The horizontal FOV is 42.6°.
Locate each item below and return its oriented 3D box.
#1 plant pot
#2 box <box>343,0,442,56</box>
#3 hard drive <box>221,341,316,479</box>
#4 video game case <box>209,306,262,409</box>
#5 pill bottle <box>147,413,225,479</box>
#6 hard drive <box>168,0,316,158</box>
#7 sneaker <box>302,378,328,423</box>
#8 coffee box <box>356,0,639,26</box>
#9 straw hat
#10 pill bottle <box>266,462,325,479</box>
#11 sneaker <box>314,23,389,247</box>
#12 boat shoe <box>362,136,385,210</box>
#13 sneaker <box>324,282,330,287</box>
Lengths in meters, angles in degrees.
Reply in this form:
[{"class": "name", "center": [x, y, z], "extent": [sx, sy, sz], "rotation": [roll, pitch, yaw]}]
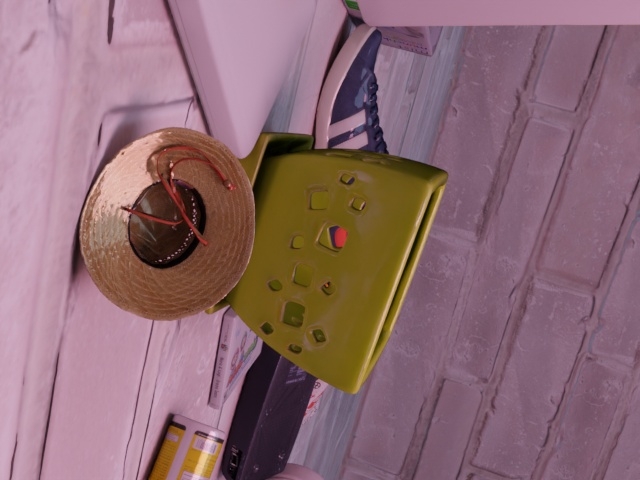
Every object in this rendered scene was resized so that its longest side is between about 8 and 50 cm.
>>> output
[{"class": "plant pot", "center": [0.000, 0.000, 0.885], "extent": [0.227, 0.207, 0.228], "rotation": [-27, 138, -75]}, {"class": "box", "center": [0.140, -0.424, 1.171], "extent": [0.231, 0.127, 0.262], "rotation": [-2, 109, -80]}, {"class": "hard drive", "center": [-0.071, 0.254, 1.288], "extent": [0.172, 0.054, 0.254], "rotation": [4, 105, -65]}, {"class": "video game case", "center": [-0.103, 0.128, 1.103], "extent": [0.157, 0.019, 0.143], "rotation": [-52, 157, -62]}, {"class": "pill bottle", "center": [-0.155, 0.259, 0.916], "extent": [0.065, 0.065, 0.116], "rotation": [75, 34, -71]}, {"class": "hard drive", "center": [-0.060, -0.230, 0.679], "extent": [0.307, 0.040, 0.203], "rotation": [84, 25, -66]}, {"class": "sneaker", "center": [-0.018, 0.229, 1.441], "extent": [0.270, 0.090, 0.145], "rotation": [-58, 171, 2]}, {"class": "coffee box", "center": [0.183, -0.402, 0.626], "extent": [0.337, 0.334, 0.338], "rotation": [60, 41, -57]}, {"class": "straw hat", "center": [-0.122, -0.015, 0.632], "extent": [0.061, 0.144, 0.144], "rotation": [14, -94, 60]}, {"class": "pill bottle", "center": [-0.092, 0.509, 1.274], "extent": [0.361, 0.204, 0.204], "rotation": [-41, 147, -70]}, {"class": "sneaker", "center": [0.065, -0.131, 1.197], "extent": [0.131, 0.148, 0.350], "rotation": [-38, 143, -72]}, {"class": "boat shoe", "center": [0.078, -0.066, 1.388], "extent": [0.102, 0.108, 0.301], "rotation": [-56, 145, -31]}, {"class": "sneaker", "center": [0.016, 0.082, 1.308], "extent": [0.215, 0.084, 0.083], "rotation": [-39, -175, 45]}]
